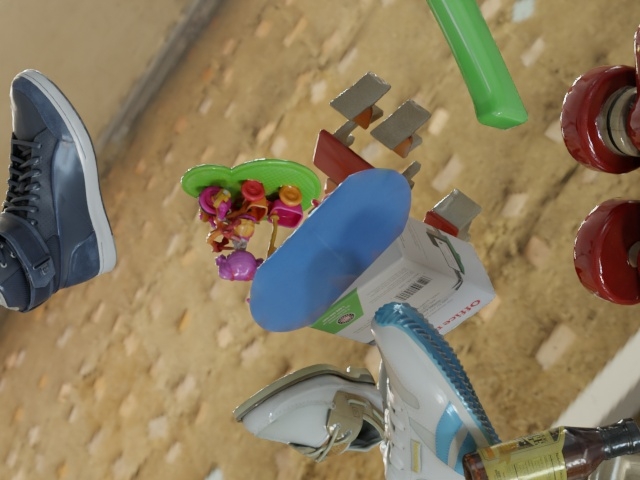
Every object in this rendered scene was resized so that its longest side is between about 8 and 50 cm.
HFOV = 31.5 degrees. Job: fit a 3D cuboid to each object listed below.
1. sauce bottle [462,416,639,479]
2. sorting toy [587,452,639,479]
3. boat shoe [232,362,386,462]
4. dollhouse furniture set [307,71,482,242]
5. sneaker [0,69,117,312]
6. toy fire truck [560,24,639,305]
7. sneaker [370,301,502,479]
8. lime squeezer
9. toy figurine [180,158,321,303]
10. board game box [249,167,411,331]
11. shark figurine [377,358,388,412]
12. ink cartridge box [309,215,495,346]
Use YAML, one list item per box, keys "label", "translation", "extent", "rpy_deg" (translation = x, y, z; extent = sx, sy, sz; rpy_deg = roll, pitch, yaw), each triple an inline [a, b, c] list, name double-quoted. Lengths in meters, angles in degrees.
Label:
- label: "sauce bottle"
  translation: [0.168, 0.157, 0.822]
  extent: [0.128, 0.042, 0.042]
  rpy_deg: [-14, -140, -6]
- label: "sorting toy"
  translation: [0.326, 0.347, 1.019]
  extent: [0.041, 0.229, 0.307]
  rpy_deg: [-69, 168, -80]
- label: "boat shoe"
  translation: [0.005, 0.230, 1.485]
  extent: [0.113, 0.302, 0.103]
  rpy_deg: [-38, -111, 25]
- label: "dollhouse furniture set"
  translation: [0.090, -0.064, 1.646]
  extent: [0.135, 0.259, 0.262]
  rpy_deg: [-40, 159, -31]
- label: "sneaker"
  translation: [-0.298, -0.039, 1.108]
  extent: [0.086, 0.226, 0.163]
  rpy_deg: [8, -151, 45]
- label: "toy fire truck"
  translation: [0.372, -0.061, 1.021]
  extent: [0.169, 0.254, 0.302]
  rpy_deg: [18, -62, 63]
- label: "sneaker"
  translation: [0.085, 0.151, 0.880]
  extent: [0.092, 0.229, 0.087]
  rpy_deg: [-23, -156, 9]
- label: "lime squeezer"
  translation: [0.026, -0.201, 0.422]
  extent: [0.059, 0.110, 0.310]
  rpy_deg: [-27, -115, 59]
- label: "toy figurine"
  translation: [-0.079, 0.001, 1.337]
  extent: [0.130, 0.173, 0.159]
  rpy_deg: [126, -33, -51]
- label: "board game box"
  translation: [0.000, 0.000, 0.928]
  extent: [0.169, 0.133, 0.033]
  rpy_deg: [-46, -119, 0]
- label: "shark figurine"
  translation: [0.111, 0.226, 1.733]
  extent: [0.116, 0.166, 0.278]
  rpy_deg: [-37, -133, 48]
- label: "ink cartridge box"
  translation: [0.095, 0.056, 1.450]
  extent: [0.160, 0.219, 0.092]
  rpy_deg: [-37, -125, 24]
